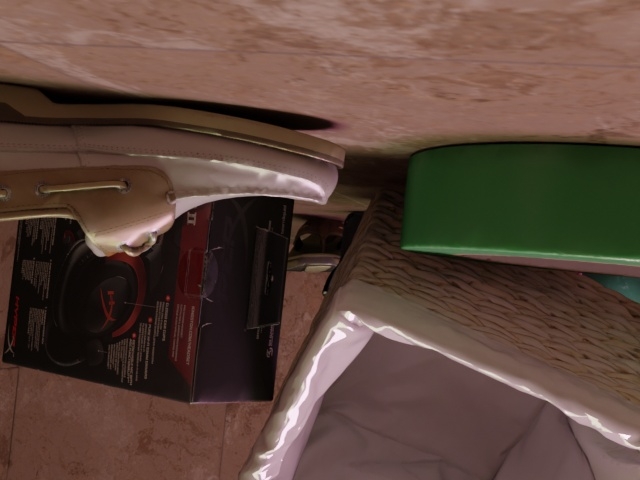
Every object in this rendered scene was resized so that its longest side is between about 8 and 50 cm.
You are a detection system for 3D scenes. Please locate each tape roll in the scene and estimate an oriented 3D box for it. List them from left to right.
[{"bbox_3d":[0.225,-0.014,0.818,0.321,0.077,0.321,6,178,0],"label":"tape roll"}]

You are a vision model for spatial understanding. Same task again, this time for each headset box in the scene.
[{"bbox_3d":[-0.150,0.025,0.951,0.293,0.218,0.110,3,177,38],"label":"headset box"}]

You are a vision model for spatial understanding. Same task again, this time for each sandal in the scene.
[{"bbox_3d":[-0.001,0.000,1.802,0.120,0.086,0.303,0,-168,5],"label":"sandal"}]

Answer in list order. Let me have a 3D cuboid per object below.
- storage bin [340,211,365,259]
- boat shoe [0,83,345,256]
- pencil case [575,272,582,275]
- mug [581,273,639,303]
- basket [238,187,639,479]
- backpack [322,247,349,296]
[{"bbox_3d":[0.113,0.025,1.481,0.084,0.122,0.180,7,177,-35],"label":"storage bin"},{"bbox_3d":[-0.137,-0.040,0.706,0.302,0.103,0.113,6,178,-3],"label":"boat shoe"},{"bbox_3d":[0.314,0.055,1.453,0.124,0.124,0.284,7,-177,-28],"label":"pencil case"},{"bbox_3d":[0.395,0.047,1.207,0.157,0.129,0.097,8,150,-26],"label":"mug"},{"bbox_3d":[0.115,0.178,1.007,0.331,0.328,0.266,23,-152,-4],"label":"basket"},{"bbox_3d":[0.147,0.090,1.248,0.263,0.276,0.213,44,158,-14],"label":"backpack"}]
